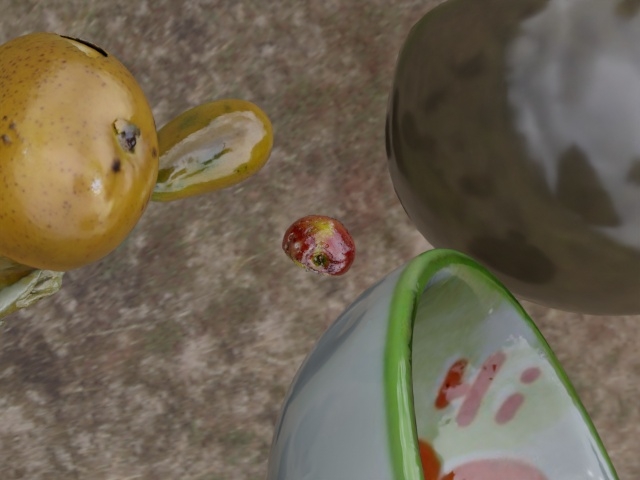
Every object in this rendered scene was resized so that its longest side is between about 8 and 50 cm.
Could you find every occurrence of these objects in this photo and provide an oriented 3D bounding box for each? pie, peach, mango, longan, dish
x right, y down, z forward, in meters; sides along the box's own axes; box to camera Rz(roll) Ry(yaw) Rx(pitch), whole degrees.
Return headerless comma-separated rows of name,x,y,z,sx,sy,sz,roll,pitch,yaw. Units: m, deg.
pie,-0.347,0.041,1.355,0.128,0.282,0.068,-35,115,-26
peach,0.000,0.000,1.456,0.077,0.083,0.050,14,107,-8
mango,-0.247,-0.090,1.216,0.160,0.290,0.191,20,96,-36
longan,0.170,-0.075,0.856,0.258,0.258,0.258,8,74,-27
mango,-0.129,-0.097,1.484,0.163,0.111,0.089,-18,117,-7
dish,0.055,0.174,0.551,0.324,0.124,0.324,53,23,-34
